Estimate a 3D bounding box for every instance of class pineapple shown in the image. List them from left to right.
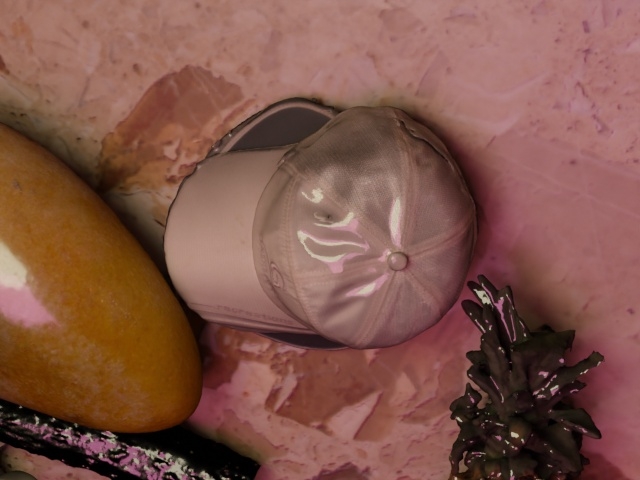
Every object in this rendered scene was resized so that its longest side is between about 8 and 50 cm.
[{"bbox_3d":[0.164,0.195,1.504,0.169,0.169,0.340,5,101,15],"label":"pineapple"}]

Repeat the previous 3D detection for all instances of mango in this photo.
[{"bbox_3d":[-0.264,0.035,1.544,0.384,0.199,0.221,42,130,-1],"label":"mango"}]

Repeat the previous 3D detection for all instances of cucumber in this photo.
[{"bbox_3d":[-0.202,0.187,1.641,0.303,0.072,0.081,21,96,10],"label":"cucumber"}]

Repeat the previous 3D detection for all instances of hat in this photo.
[{"bbox_3d":[-0.007,0.000,1.485,0.275,0.161,0.232,-4,101,23],"label":"hat"}]

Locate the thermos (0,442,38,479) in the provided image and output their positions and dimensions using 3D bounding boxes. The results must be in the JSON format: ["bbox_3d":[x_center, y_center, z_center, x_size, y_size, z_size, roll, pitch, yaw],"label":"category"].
[{"bbox_3d":[-0.286,0.326,1.675,0.176,0.146,0.265,-27,89,37],"label":"thermos"}]
